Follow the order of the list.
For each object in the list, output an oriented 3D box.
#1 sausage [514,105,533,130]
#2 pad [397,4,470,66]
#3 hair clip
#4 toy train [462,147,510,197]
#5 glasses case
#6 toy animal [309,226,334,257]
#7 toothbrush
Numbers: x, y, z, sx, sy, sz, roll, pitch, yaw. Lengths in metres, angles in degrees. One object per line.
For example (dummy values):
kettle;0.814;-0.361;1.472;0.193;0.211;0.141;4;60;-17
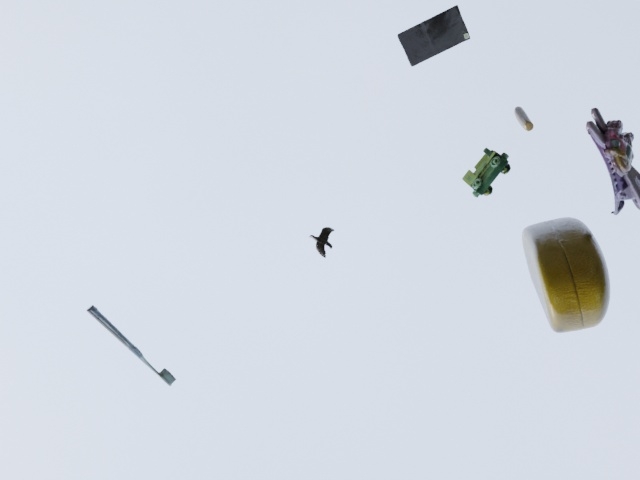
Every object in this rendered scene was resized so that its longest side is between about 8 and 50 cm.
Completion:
sausage;0.444;-0.269;1.618;0.024;0.024;0.132;2;-154;2
pad;0.333;-0.599;2.163;0.193;0.116;0.004;-23;-146;14
hair clip;0.665;-0.174;1.627;0.090;0.278;0.137;1;-135;41
toy train;0.387;-0.158;1.712;0.050;0.122;0.081;27;-163;-31
glasses case;0.521;0.052;1.562;0.141;0.173;0.371;-14;-166;12
toy animal;0.000;0.001;1.512;0.050;0.028;0.084;4;-136;13
toothbrush;-0.322;0.183;1.268;0.019;0.219;0.016;-44;-149;-10
